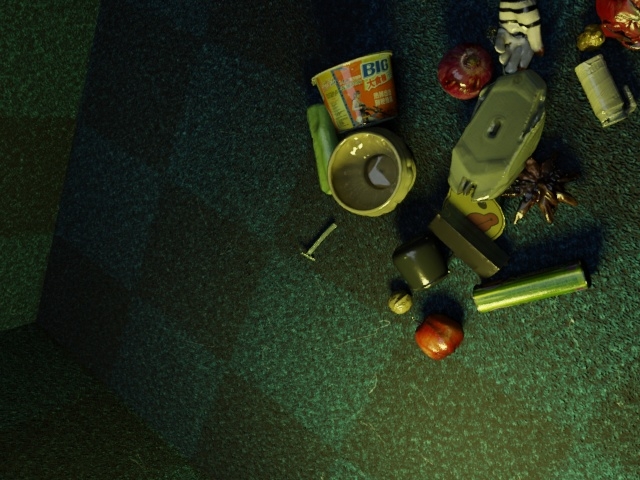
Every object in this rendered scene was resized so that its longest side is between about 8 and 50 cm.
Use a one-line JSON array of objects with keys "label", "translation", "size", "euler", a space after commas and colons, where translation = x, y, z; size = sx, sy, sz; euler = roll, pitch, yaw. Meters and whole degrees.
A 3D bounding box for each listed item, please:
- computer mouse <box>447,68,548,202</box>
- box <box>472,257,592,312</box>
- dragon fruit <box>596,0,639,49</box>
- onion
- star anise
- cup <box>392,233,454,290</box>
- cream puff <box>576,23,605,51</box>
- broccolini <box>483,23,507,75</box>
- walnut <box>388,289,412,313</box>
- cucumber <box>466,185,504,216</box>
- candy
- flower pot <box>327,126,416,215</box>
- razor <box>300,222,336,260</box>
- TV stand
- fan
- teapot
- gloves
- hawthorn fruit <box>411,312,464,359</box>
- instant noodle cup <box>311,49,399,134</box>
[{"label": "computer mouse", "translation": [0.564, -0.319, 1.617], "size": [0.228, 0.146, 0.428], "euler": [36, 105, 37]}, {"label": "box", "translation": [0.677, 0.143, 1.665], "size": [0.346, 0.134, 0.097], "euler": [-20, 87, 32]}, {"label": "dragon fruit", "translation": [0.851, -0.654, 1.406], "size": [0.233, 0.234, 0.293], "euler": [-59, 39, 24]}, {"label": "onion", "translation": [0.466, -0.542, 1.658], "size": [0.178, 0.153, 0.177], "euler": [-5, 77, 23]}, {"label": "star anise", "translation": [0.670, -0.172, 1.599], "size": [0.272, 0.102, 0.271], "euler": [-2, 82, 14]}, {"label": "cup", "translation": [0.378, 0.066, 1.816], "size": [0.223, 0.169, 0.176], "euler": [-29, 88, 1]}, {"label": "cream puff", "translation": [0.792, -0.590, 1.508], "size": [0.083, 0.058, 0.083], "euler": [21, 152, 40]}, {"label": "broccolini", "translation": [0.580, -0.586, 1.654], "size": [0.044, 0.042, 0.218], "euler": [-22, 94, 29]}, {"label": "walnut", "translation": [0.296, 0.227, 1.925], "size": [0.092, 0.092, 0.091], "euler": [6, 101, 29]}, {"label": "cucumber", "translation": [0.548, -0.129, 1.730], "size": [0.115, 0.062, 0.116], "euler": [24, 127, 26]}, {"label": "candy", "translation": [0.030, -0.342, 1.944], "size": [0.132, 0.142, 0.343], "euler": [-12, 92, 39]}, {"label": "flower pot", "translation": [0.194, -0.242, 1.808], "size": [0.308, 0.244, 0.307], "euler": [4, 99, 28]}, {"label": "razor", "translation": [-0.001, -0.002, 2.079], "size": [0.068, 0.037, 0.191], "euler": [29, 115, -24]}, {"label": "TV stand", "translation": [0.496, 0.005, 1.746], "size": [0.269, 0.083, 0.088], "euler": [45, 146, 13]}, {"label": "fan", "translation": [0.534, -0.048, 1.734], "size": [0.334, 0.011, 0.230], "euler": [53, 145, -4]}, {"label": "teapot", "translation": [0.836, -0.439, 1.509], "size": [0.107, 0.077, 0.200], "euler": [-23, 87, 11]}, {"label": "gloves", "translation": [0.609, -0.628, 1.587], "size": [0.140, 0.131, 0.218], "euler": [-2, 125, 21]}, {"label": "hawthorn fruit", "translation": [0.406, 0.327, 1.840], "size": [0.194, 0.157, 0.156], "euler": [35, 114, 23]}, {"label": "instant noodle cup", "translation": [0.139, -0.500, 1.786], "size": [0.297, 0.296, 0.213], "euler": [-12, 100, 31]}]
